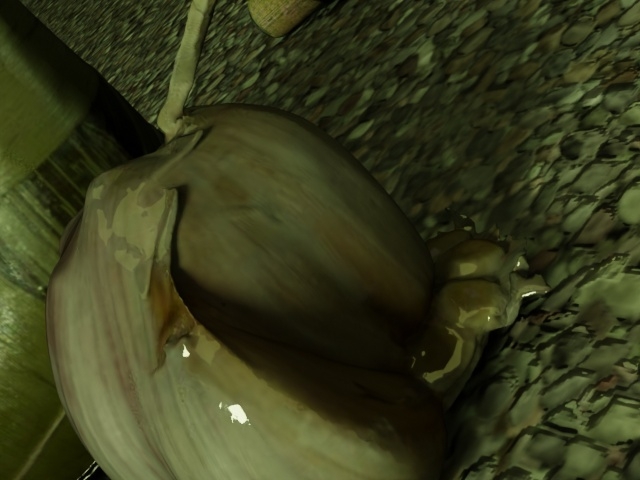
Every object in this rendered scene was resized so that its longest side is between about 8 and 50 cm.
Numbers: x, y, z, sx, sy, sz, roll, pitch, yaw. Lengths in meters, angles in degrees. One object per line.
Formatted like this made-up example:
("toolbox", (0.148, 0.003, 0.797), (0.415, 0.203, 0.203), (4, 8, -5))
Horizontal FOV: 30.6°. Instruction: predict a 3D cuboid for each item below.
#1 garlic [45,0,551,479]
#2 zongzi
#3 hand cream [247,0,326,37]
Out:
("garlic", (0.000, 0.000, 0.477), (0.207, 0.207, 0.257), (-88, 11, -57))
("zongzi", (-0.202, 0.022, 0.601), (0.289, 0.317, 0.154), (-46, 42, -2))
("hand cream", (0.014, -0.239, 0.978), (0.203, 0.084, 0.084), (-38, 24, 33))
